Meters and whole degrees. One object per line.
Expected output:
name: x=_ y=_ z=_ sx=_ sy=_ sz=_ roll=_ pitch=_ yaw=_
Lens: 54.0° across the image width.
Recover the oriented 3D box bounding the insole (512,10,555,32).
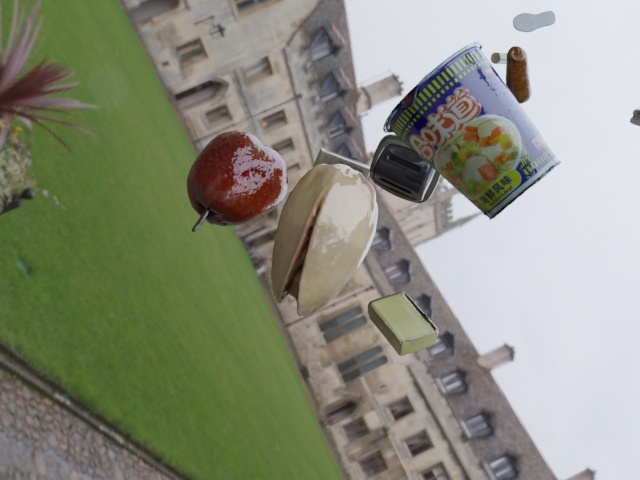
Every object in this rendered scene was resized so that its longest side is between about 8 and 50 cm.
insole: x=0.697 y=-0.714 z=2.040 sx=0.004 sy=0.188 sz=0.064 roll=5 pitch=-69 yaw=64

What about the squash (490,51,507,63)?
squash: x=0.438 y=-0.437 z=1.506 sx=0.027 sy=0.083 sz=0.027 roll=12 pitch=-71 yaw=38

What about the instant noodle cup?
instant noodle cup: x=0.342 y=-0.220 z=1.369 sx=0.312 sy=0.284 sz=0.284 roll=50 pitch=-7 yaw=8

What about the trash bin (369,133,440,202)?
trash bin: x=0.281 y=-0.239 z=1.926 sx=0.290 sy=0.209 sz=0.182 roll=-42 pitch=154 yaw=-56

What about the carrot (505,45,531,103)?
carrot: x=0.464 y=-0.389 z=1.480 sx=0.060 sy=0.060 sz=0.186 roll=63 pitch=7 yaw=33

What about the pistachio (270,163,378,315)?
pistachio: x=0.000 y=0.000 z=1.269 sx=0.193 sy=0.318 sz=0.214 roll=23 pitch=5 yaw=15

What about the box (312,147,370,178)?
box: x=0.068 y=-0.245 z=2.336 sx=0.058 sy=0.201 sz=0.141 roll=-98 pitch=-152 yaw=-71

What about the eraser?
eraser: x=0.212 y=0.214 z=1.633 sx=0.172 sy=0.117 sz=0.058 roll=50 pitch=-32 yaw=46

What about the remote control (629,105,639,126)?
remote control: x=1.087 y=-0.344 z=1.881 sx=0.277 sy=0.103 sz=0.056 roll=27 pitch=-54 yaw=30

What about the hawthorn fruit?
hawthorn fruit: x=-0.270 y=-0.158 z=1.902 sx=0.284 sy=0.369 sz=0.285 roll=28 pitch=-30 yaw=17
